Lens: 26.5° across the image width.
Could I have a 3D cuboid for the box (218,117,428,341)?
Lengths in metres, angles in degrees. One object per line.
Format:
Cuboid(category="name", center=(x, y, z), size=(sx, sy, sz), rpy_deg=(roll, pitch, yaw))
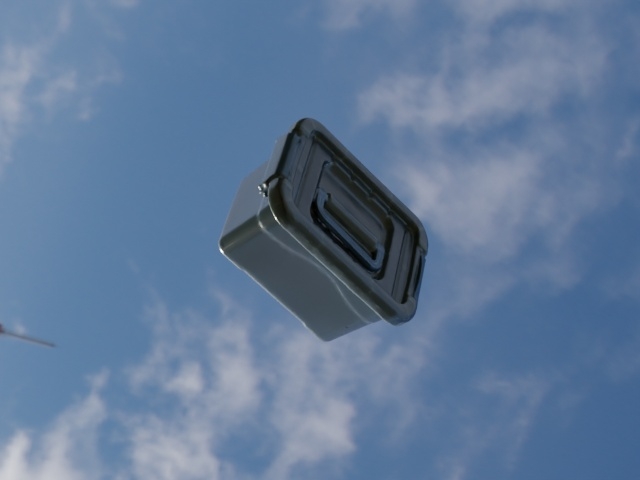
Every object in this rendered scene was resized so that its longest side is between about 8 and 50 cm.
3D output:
Cuboid(category="box", center=(0.000, 0.000, 0.657), size=(0.054, 0.099, 0.074), rpy_deg=(-32, -153, 32))
